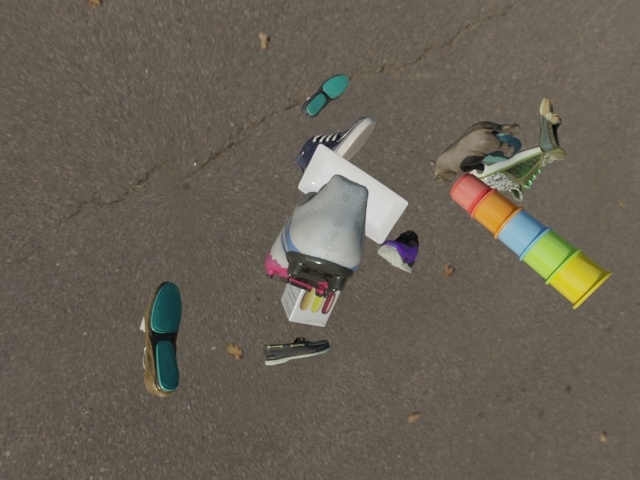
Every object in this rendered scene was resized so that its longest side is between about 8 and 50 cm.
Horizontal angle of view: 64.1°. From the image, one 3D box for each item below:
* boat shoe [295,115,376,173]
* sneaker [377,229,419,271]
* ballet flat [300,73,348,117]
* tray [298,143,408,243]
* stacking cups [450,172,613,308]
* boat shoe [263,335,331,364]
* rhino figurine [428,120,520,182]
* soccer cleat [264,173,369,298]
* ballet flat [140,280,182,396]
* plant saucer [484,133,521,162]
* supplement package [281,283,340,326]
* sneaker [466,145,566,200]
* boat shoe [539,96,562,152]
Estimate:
[{"bbox_3d":[0.041,-0.345,1.829,0.158,0.127,0.340,49,120,11],"label":"boat shoe"},{"bbox_3d":[0.308,0.019,1.939,0.102,0.293,0.146,25,84,24],"label":"sneaker"},{"bbox_3d":[0.008,-0.479,1.697,0.203,0.074,0.074,-47,105,-18],"label":"ballet flat"},{"bbox_3d":[0.082,-0.121,1.311,0.270,0.030,0.145,35,121,9],"label":"tray"},{"bbox_3d":[0.388,-0.015,0.971,0.096,0.096,0.316,-39,64,-9],"label":"stacking cups"},{"bbox_3d":[-0.076,0.354,1.691,0.228,0.081,0.068,-10,84,-17],"label":"boat shoe"},{"bbox_3d":[0.316,-0.184,1.124,0.106,0.243,0.073,4,69,-23],"label":"rhino figurine"},{"bbox_3d":[0.000,0.000,0.723,0.116,0.331,0.143,21,80,-9],"label":"soccer cleat"},{"bbox_3d":[-0.487,0.297,1.535,0.116,0.124,0.342,16,59,-48],"label":"ballet flat"},{"bbox_3d":[0.401,-0.209,1.181,0.119,0.119,0.021,14,71,-16],"label":"plant saucer"},{"bbox_3d":[-0.018,0.143,1.697,0.139,0.134,0.244,13,112,-23],"label":"supplement package"},{"bbox_3d":[0.764,-0.247,1.976,0.410,0.158,0.182,-16,91,-8],"label":"sneaker"},{"bbox_3d":[0.558,-0.281,1.234,0.050,0.045,0.135,3,86,-46],"label":"boat shoe"}]
